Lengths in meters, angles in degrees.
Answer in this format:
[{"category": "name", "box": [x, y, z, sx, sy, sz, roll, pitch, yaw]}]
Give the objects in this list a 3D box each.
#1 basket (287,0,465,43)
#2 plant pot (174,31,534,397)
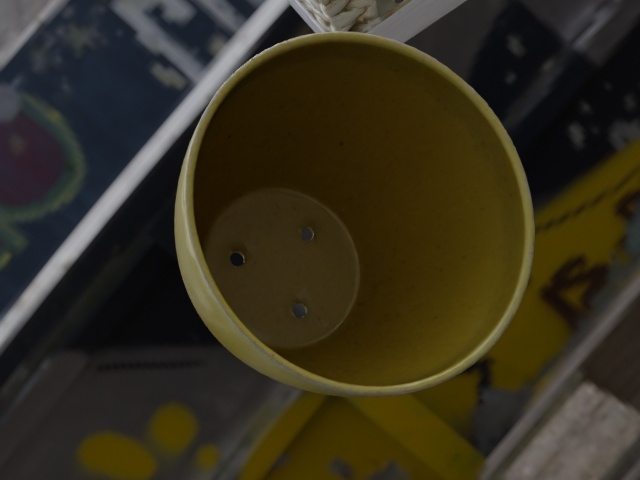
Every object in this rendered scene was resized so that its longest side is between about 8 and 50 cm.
[{"category": "basket", "box": [0.011, -0.193, 0.991, 0.113, 0.103, 0.167, -34, 45, -3]}, {"category": "plant pot", "box": [0.000, 0.000, 0.692, 0.134, 0.134, 0.095, -61, 11, -23]}]
